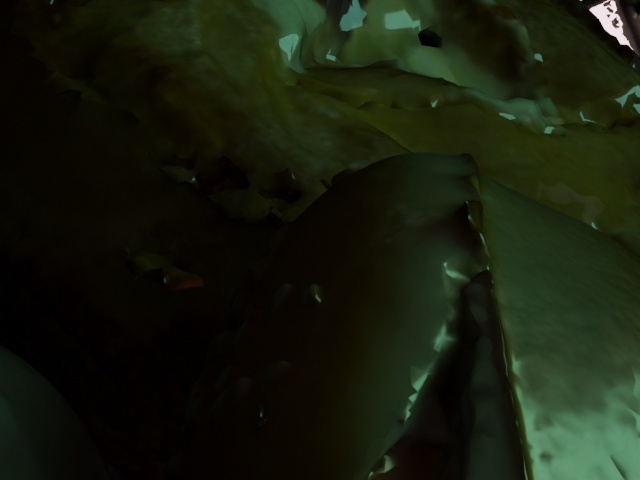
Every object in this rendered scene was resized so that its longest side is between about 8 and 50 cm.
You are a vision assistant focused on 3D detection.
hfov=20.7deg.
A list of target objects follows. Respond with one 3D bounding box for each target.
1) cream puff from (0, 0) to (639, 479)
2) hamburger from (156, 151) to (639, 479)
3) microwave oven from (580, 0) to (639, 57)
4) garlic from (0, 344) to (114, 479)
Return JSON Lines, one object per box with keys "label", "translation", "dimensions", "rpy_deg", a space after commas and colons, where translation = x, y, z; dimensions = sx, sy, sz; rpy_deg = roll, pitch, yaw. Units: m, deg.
{"label": "cream puff", "translation": [0.000, -0.003, 0.752], "dimensions": [0.350, 0.351, 0.228], "rpy_deg": [-102, -154, -50]}
{"label": "hamburger", "translation": [0.024, 0.085, 0.470], "dimensions": [0.237, 0.147, 0.236], "rpy_deg": [-172, -90, -81]}
{"label": "microwave oven", "translation": [0.156, -0.120, 1.551], "dimensions": [0.247, 0.394, 0.333], "rpy_deg": [-99, 163, -59]}
{"label": "garlic", "translation": [-0.122, 0.084, 0.410], "dimensions": [0.143, 0.112, 0.318], "rpy_deg": [69, 20, -4]}
